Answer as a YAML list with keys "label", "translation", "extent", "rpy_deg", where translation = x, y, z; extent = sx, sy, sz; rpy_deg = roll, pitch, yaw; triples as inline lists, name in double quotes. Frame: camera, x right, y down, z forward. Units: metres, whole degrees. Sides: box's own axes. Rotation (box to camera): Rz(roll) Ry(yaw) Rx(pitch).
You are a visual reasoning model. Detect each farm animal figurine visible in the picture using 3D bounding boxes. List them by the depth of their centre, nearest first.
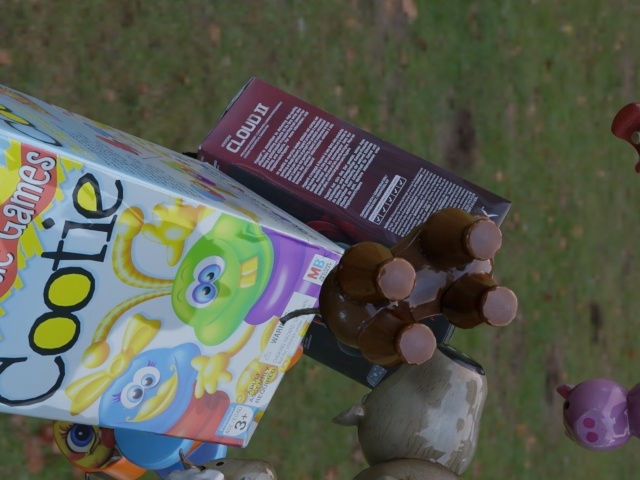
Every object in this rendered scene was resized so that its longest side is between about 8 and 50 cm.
- label: "farm animal figurine"
  translation: [0.075, 0.150, 0.703]
  extent: [0.330, 0.172, 0.327]
  rpy_deg: [43, 77, -17]

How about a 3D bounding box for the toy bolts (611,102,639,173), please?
- label: "toy bolts"
  translation: [0.552, -0.168, 1.900]
  extent: [0.158, 0.228, 0.218]
  rpy_deg: [-6, 63, -33]

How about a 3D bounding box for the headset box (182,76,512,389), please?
- label: "headset box"
  translation: [0.000, 0.000, 1.247]
  extent: [0.110, 0.293, 0.218]
  rpy_deg: [-56, 170, -37]

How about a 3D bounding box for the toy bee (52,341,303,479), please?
- label: "toy bee"
  translation: [-0.166, 0.147, 1.163]
  extent: [0.298, 0.162, 0.195]
  rpy_deg: [-40, 152, -25]

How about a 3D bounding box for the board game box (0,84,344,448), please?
- label: "board game box"
  translation: [-0.143, 0.010, 0.758]
  extent: [0.275, 0.144, 0.142]
  rpy_deg: [20, 100, -50]
